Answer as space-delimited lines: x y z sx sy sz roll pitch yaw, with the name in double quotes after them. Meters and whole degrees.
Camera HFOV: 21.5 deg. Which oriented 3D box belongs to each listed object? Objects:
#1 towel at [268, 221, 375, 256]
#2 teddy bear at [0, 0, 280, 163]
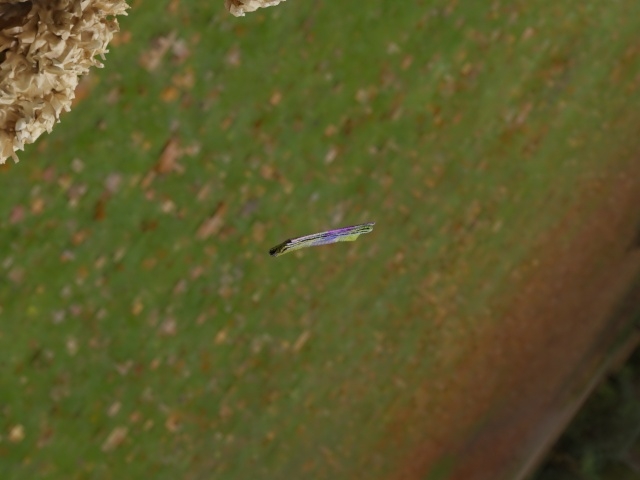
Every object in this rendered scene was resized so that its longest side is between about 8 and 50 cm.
0.000 0.000 1.442 0.083 0.009 0.060 -11 174 -20 "towel"
-0.166 -0.148 0.736 0.338 0.245 0.113 -37 174 -27 "teddy bear"
